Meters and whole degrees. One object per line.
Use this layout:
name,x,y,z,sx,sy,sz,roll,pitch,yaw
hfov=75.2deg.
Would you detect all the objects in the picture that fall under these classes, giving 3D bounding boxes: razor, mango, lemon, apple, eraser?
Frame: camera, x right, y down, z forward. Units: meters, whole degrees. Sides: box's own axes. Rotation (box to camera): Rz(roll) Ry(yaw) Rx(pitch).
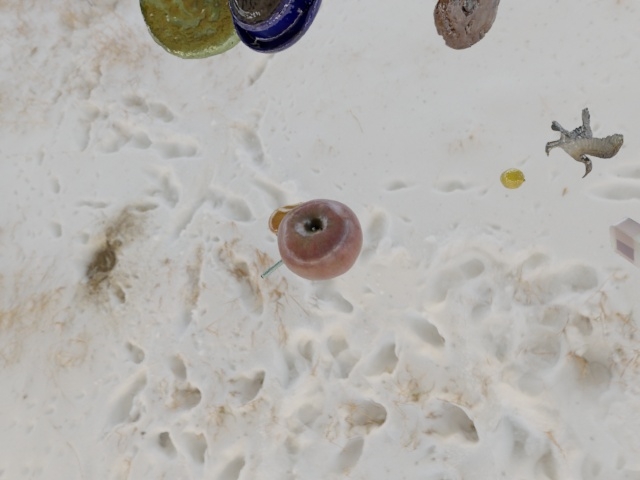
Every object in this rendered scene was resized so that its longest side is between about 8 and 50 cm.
razor,-0.119,0.060,1.390,0.084,0.036,0.211,8,44,47
mango,-0.110,-0.072,1.511,0.164,0.089,0.115,-12,92,5
lemon,0.590,-0.190,1.273,0.065,0.065,0.092,-44,22,-3
apple,0.000,0.000,0.732,0.153,0.120,0.154,-11,50,13
eraser,0.460,0.016,0.584,0.026,0.065,0.105,-31,36,4

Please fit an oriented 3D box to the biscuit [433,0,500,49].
biscuit,0.315,-0.504,0.872,0.192,0.192,0.049,-44,49,-3

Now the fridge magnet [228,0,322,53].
fridge magnet,-0.107,-0.562,0.937,0.265,0.112,0.266,1,91,33

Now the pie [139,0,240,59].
pie,-0.345,-0.649,1.138,0.322,0.070,0.324,0,96,-1

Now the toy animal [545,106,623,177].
toy animal,0.771,-0.285,1.261,0.160,0.197,0.273,7,40,18
